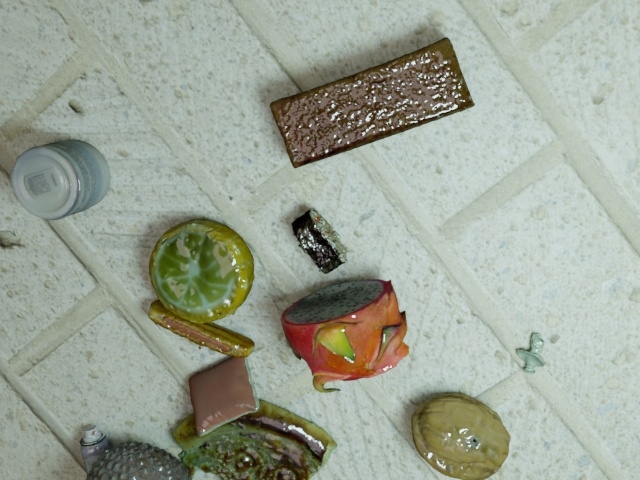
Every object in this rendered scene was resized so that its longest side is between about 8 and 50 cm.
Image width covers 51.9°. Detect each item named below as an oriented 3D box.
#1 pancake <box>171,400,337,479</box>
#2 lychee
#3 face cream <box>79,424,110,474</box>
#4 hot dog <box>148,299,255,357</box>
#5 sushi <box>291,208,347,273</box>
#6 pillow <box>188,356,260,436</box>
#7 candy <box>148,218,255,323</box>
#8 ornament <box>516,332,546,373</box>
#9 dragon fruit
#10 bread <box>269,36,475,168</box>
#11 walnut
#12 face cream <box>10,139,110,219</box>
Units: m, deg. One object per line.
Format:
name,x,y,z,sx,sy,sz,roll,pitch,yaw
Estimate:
pancake,-0.186,0.552,1.718,0.427,0.067,0.304,17,107,3
lychee,-0.459,0.657,1.682,0.300,0.300,0.299,2,104,8
face cream,-0.602,0.613,1.792,0.075,0.075,0.229,-8,103,11
hot dog,-0.301,0.225,1.649,0.286,0.088,0.061,24,106,8
sushi,0.000,0.000,1.538,0.078,0.090,0.150,-34,99,19
pillow,-0.244,0.386,1.659,0.179,0.075,0.171,-28,55,12
candy,-0.288,0.073,1.591,0.260,0.118,0.259,3,103,13
ornament,0.502,0.271,1.555,0.068,0.041,0.092,45,119,19
dragon fruit,0.068,0.209,1.493,0.291,0.290,0.189,-16,105,12
bread,0.111,-0.296,1.434,0.417,0.113,0.165,-17,102,11
walnut,0.330,0.462,1.553,0.245,0.198,0.198,21,106,2
face cream,-0.613,-0.146,1.561,0.177,0.153,0.177,2,104,9
